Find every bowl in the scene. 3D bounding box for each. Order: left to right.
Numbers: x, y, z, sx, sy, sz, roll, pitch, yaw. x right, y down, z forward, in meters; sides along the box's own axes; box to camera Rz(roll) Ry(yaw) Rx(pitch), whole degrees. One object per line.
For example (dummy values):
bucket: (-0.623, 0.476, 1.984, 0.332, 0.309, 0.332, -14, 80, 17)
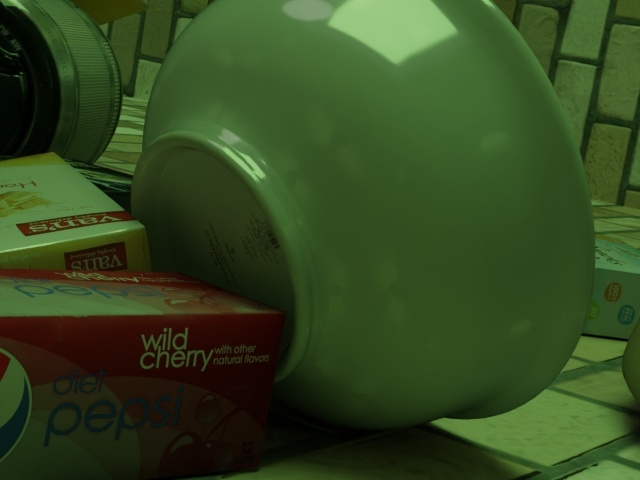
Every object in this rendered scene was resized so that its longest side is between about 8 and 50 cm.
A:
bowl: (-0.009, -0.011, 0.755, 0.134, 0.298, 0.298, -27, 30, -35)

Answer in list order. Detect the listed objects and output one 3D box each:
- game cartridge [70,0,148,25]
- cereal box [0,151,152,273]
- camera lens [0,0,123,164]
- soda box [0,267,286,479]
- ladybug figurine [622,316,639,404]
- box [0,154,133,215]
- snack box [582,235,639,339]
game cartridge: (-0.390, -0.264, 1.497, 0.324, 0.052, 0.285, -13, -11, 16)
cereal box: (-0.210, 0.001, 0.804, 0.173, 0.047, 0.240, -11, 16, -21)
camera lens: (-0.318, -0.143, 1.344, 0.219, 0.219, 0.274, 11, 8, 3)
soda box: (-0.144, 0.060, 0.621, 0.263, 0.083, 0.092, 2, 11, -44)
ladybug figurine: (0.357, 0.076, 0.852, 0.305, 0.162, 0.449, 8, 8, -15)
box: (-0.213, -0.018, 1.103, 0.147, 0.077, 0.180, 16, 10, 33)
snack box: (0.217, 0.033, 1.298, 0.207, 0.070, 0.174, 9, 11, -16)
